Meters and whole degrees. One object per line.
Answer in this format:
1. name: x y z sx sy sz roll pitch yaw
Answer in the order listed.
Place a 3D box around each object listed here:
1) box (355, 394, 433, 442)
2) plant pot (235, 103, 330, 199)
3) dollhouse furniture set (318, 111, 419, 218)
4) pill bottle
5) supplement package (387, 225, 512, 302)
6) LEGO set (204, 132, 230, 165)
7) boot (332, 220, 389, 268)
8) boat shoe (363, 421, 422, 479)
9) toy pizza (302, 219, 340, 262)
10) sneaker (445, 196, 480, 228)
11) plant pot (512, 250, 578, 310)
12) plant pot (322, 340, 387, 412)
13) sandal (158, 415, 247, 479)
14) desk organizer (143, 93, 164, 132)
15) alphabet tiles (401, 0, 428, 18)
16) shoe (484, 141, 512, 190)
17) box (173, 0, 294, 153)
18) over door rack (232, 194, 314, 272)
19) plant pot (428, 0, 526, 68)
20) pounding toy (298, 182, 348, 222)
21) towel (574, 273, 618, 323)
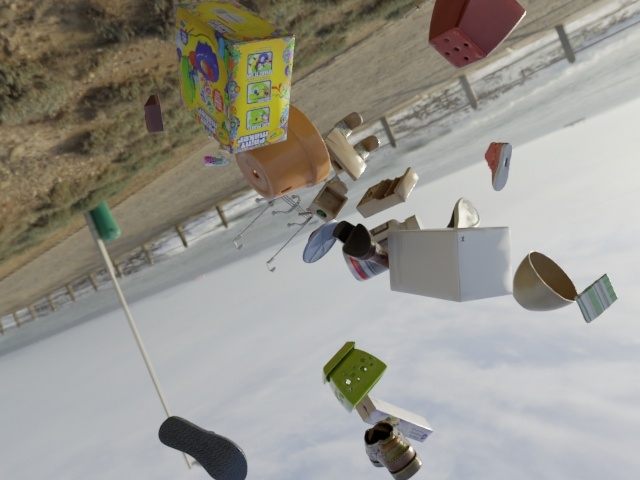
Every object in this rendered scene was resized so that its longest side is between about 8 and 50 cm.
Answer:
1. box: 0.247 0.587 1.595 0.063 0.324 0.067 -50 -143 10
2. plant pot: -0.137 -0.266 1.580 0.203 0.291 0.291 -38 -173 -21
3. dollhouse furniture set: 0.183 -0.317 2.079 0.256 0.394 0.362 -23 -155 48
4. pill bottle: 0.259 0.024 1.919 0.318 0.176 0.176 -27 180 18
5. supplement package: 0.332 0.055 1.294 0.177 0.175 0.293 -4 -178 -25
6. LEGO set: -0.310 -0.372 1.473 0.132 0.287 0.107 -12 -179 -19
7. boot: 0.183 0.061 1.428 0.096 0.280 0.264 -57 -162 -4
8. boat shoe: 0.169 0.515 1.250 0.110 0.104 0.307 -34 174 -17
9. toy pizza: 0.000 0.000 1.821 0.201 0.032 0.201 -40 154 -23
10. sneaker: 0.429 -0.025 1.589 0.147 0.104 0.296 -44 -168 41
11. plant pot: 0.992 0.214 2.226 0.284 0.284 0.191 -24 158 -51
12. plant pot: 0.133 0.579 2.103 0.228 0.207 0.227 -43 160 -21
13. sandal: -0.292 0.529 1.252 0.097 0.254 0.054 -56 178 -9
14. desk organizer: -0.533 -0.401 1.550 0.050 0.047 0.130 -14 156 -19
15. alphabet tiles: 0.410 -0.868 1.690 0.284 0.021 0.278 -31 -160 20
16. shoe: 0.648 -0.274 1.798 0.063 0.178 0.081 -2 -163 -30
17. box: -0.226 -0.426 1.257 0.177 0.290 0.279 -23 139 -31
18. over door rack: -0.199 -0.062 2.030 0.324 0.239 0.108 -53 -135 -2
19. plant pot: 0.585 -0.848 1.927 0.236 0.267 0.267 -61 -158 -9
20. pounding toy: 0.010 -0.132 1.911 0.141 0.130 0.100 -56 -177 -27
21. towel: 0.937 0.196 1.657 0.152 0.113 0.023 -33 -166 -14
